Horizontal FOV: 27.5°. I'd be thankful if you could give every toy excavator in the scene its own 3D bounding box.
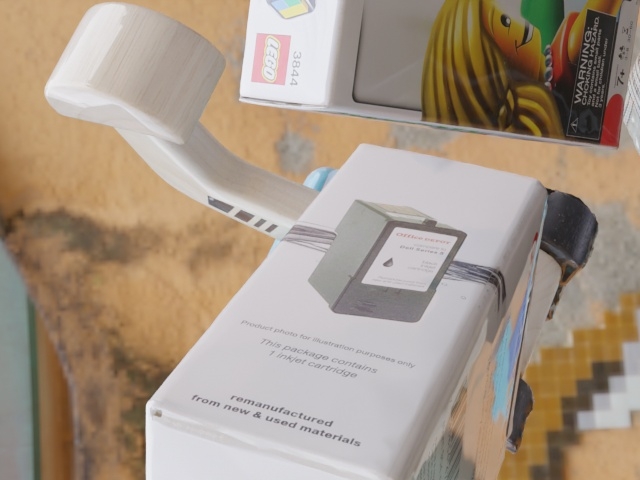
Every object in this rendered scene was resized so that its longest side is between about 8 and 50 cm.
[{"bbox_3d":[0.000,0.000,1.135,0.433,0.445,0.222,91,-159,-71],"label":"toy excavator"}]

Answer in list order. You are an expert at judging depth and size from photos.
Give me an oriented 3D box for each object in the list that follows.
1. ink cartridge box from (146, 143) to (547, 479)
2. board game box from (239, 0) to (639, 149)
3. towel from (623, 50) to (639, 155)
[{"bbox_3d":[0.021,0.099,0.661,0.273,0.115,0.198,-52,-29,-55],"label":"ink cartridge box"},{"bbox_3d":[0.070,-0.194,0.508,0.193,0.053,0.305,1,-82,-47],"label":"board game box"},{"bbox_3d":[0.335,-0.062,1.084,0.312,0.056,0.324,99,159,-65],"label":"towel"}]
